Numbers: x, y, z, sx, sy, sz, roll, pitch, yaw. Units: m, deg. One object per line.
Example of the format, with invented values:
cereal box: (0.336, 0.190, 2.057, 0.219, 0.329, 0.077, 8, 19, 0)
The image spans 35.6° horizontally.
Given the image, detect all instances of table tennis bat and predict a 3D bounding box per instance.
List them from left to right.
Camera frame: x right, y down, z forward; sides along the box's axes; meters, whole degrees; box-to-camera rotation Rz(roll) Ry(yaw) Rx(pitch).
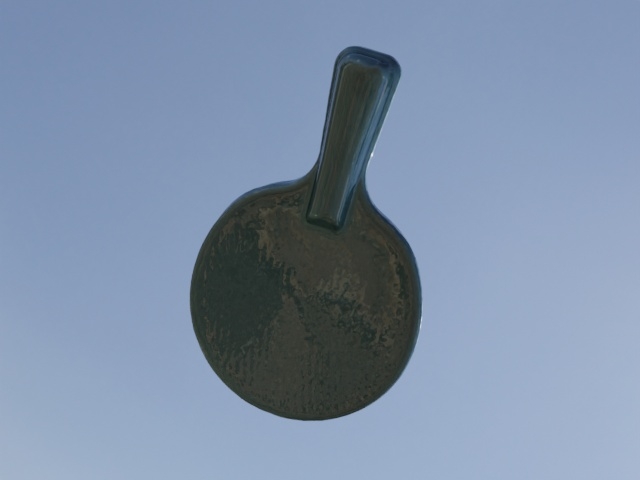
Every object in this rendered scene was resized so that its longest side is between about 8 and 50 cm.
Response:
table tennis bat: (0.000, 0.000, 0.606, 0.149, 0.038, 0.237, 19, -73, 14)
